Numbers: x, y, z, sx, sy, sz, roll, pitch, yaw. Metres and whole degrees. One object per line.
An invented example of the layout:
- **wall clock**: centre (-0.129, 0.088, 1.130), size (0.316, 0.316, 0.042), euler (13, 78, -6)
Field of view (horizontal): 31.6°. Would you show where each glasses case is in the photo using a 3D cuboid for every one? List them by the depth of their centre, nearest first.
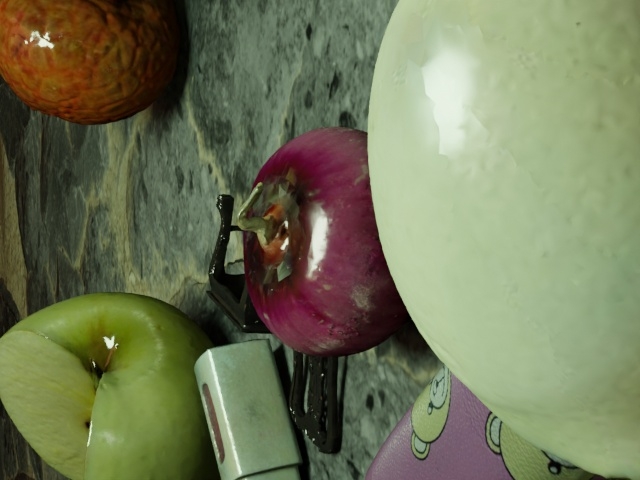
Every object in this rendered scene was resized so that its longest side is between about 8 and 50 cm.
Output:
- **glasses case**: centre (0.102, 0.156, 0.755), size (0.316, 0.076, 0.123), euler (119, 142, -47)

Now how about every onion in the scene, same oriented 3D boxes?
- **onion**: centre (0.009, 0.002, 0.866), size (0.177, 0.153, 0.177), euler (165, 90, -74)

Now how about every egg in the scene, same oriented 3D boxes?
- **egg**: centre (0.107, -0.033, 0.560), size (0.264, 0.174, 0.286), euler (16, 97, 55)

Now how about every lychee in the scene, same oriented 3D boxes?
- **lychee**: centre (-0.288, -0.265, 1.386), size (0.300, 0.255, 0.255), euler (125, 136, -55)

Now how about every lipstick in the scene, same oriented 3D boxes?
- **lipstick**: centre (-0.057, 0.229, 1.118), size (0.079, 0.077, 0.253), euler (126, 131, -61)

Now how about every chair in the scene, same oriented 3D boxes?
- **chair**: centre (-0.038, 0.082, 1.030), size (0.106, 0.113, 0.229), euler (-143, 58, -62)

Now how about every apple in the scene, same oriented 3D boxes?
- **apple**: centre (-0.215, 0.203, 1.281), size (0.295, 0.233, 0.258), euler (44, 146, 43)
